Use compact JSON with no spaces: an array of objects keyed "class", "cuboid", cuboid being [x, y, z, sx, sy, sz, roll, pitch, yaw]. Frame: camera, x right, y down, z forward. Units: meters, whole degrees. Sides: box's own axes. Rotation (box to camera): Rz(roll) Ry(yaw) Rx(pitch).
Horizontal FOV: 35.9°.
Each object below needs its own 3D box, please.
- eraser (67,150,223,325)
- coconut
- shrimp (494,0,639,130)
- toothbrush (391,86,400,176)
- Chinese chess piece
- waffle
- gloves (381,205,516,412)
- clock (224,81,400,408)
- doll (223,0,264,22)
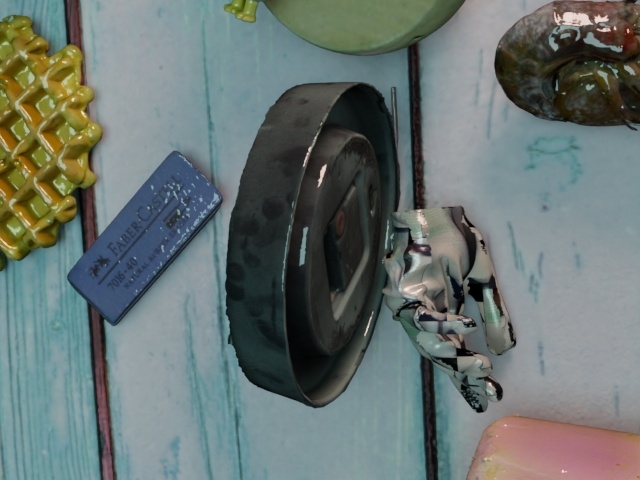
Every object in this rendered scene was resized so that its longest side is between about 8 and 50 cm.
[{"class":"eraser","cuboid":[-0.204,0.001,1.135,0.082,0.036,0.225,45,105,5]},{"class":"coconut","cuboid":[0.264,0.297,0.956,0.245,0.233,0.233,11,99,21]},{"class":"shrimp","cuboid":[0.337,-0.180,0.926,0.343,0.116,0.145,-2,120,13]},{"class":"toothbrush","cuboid":[0.080,-0.116,1.058,0.006,0.008,0.096,-3,95,2]},{"class":"Chinese chess piece","cuboid":[0.041,-0.308,0.967,0.250,0.101,0.250,11,116,23]},{"class":"waffle","cuboid":[-0.394,-0.112,1.161,0.283,0.065,0.309,9,98,14]},{"class":"gloves","cuboid":[0.130,0.072,1.014,0.111,0.127,0.212,-6,91,25]},{"class":"clock","cuboid":[0.001,0.001,0.939,0.061,0.312,0.312,8,99,20]},{"class":"doll","cuboid":[-0.057,-0.281,0.940,0.099,0.058,0.142,43,124,39]}]
